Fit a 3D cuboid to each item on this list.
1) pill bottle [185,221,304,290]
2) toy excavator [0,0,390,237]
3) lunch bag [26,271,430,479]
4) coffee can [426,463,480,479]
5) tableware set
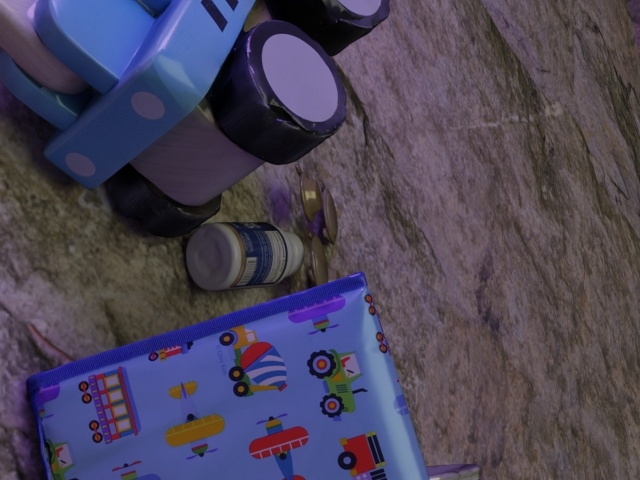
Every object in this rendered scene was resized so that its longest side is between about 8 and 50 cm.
[{"bbox_3d":[-0.071,0.015,0.930,0.120,0.067,0.067,-1,79,-54],"label":"pill bottle"},{"bbox_3d":[-0.207,-0.183,0.735,0.445,0.222,0.433,39,47,-22],"label":"toy excavator"},{"bbox_3d":[-0.081,0.176,0.720,0.293,0.138,0.221,-15,82,-14],"label":"lunch bag"},{"bbox_3d":[0.074,0.364,0.884,0.201,0.201,0.275,8,71,-53],"label":"coffee can"},{"bbox_3d":[0.000,0.000,1.035,0.141,0.020,0.169,57,27,-64],"label":"tableware set"}]
